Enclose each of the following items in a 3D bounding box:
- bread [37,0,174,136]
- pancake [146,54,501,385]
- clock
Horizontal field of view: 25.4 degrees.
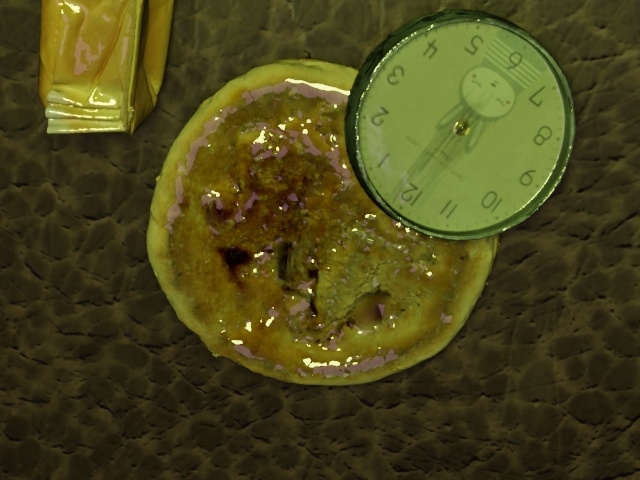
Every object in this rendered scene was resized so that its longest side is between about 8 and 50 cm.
[{"bbox_3d":[-0.192,-0.221,1.273,0.107,0.136,0.241,11,116,3],"label":"bread"},{"bbox_3d":[0.000,-0.001,1.399,0.356,0.065,0.356,1,116,1],"label":"pancake"},{"bbox_3d":[0.130,-0.104,1.312,0.215,0.042,0.215,-2,104,-7],"label":"clock"}]
